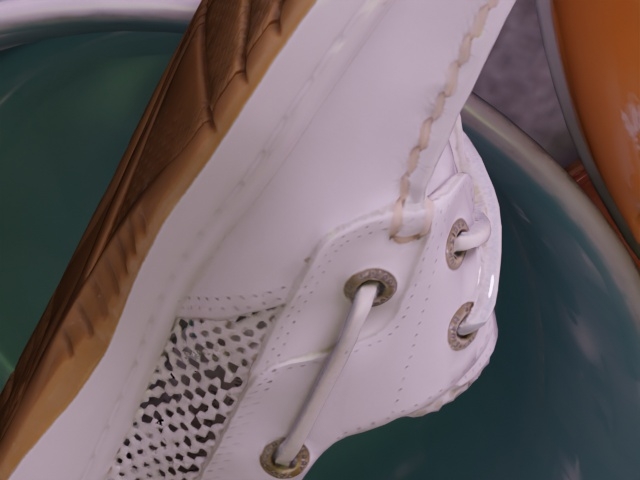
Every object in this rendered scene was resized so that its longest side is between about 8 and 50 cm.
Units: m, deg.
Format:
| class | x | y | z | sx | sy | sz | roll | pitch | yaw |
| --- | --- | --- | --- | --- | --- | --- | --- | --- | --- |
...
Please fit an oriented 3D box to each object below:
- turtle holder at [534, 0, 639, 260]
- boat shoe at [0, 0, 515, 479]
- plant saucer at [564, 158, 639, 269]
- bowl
| class | x | y | z | sx | sy | sz | roll | pitch | yaw |
| --- | --- | --- | --- | --- | --- | --- | --- | --- | --- |
| turtle holder | 0.194 | -0.083 | 0.468 | 0.243 | 0.320 | 0.227 | 16 | 116 | 24 |
| boat shoe | 0.000 | 0.000 | 0.404 | 0.096 | 0.098 | 0.277 | 25 | 126 | -12 |
| plant saucer | 0.115 | 0.002 | 0.630 | 0.083 | 0.013 | 0.083 | 1 | 119 | 2 |
| bowl | -0.049 | 0.036 | 0.568 | 0.311 | 0.163 | 0.312 | 0 | 119 | 1 |
